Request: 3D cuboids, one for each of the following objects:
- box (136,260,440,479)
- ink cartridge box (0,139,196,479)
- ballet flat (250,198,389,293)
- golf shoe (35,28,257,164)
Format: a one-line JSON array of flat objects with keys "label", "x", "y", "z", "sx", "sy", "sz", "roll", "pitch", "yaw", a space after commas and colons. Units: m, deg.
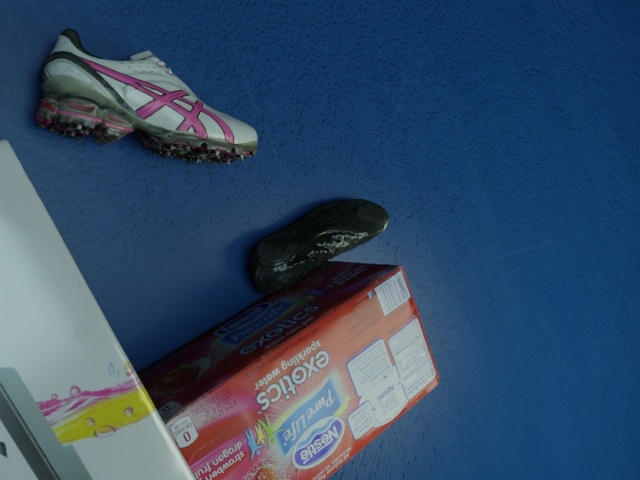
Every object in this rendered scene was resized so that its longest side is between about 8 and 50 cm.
[{"label": "box", "x": -0.032, "y": 0.129, "z": 0.569, "sx": 0.256, "sy": 0.122, "sz": 0.128, "roll": -30, "pitch": 108, "yaw": -32}, {"label": "ink cartridge box", "x": -0.228, "y": 0.112, "z": 0.379, "sx": 0.197, "sy": 0.198, "sz": 0.270, "roll": -34, "pitch": 111, "yaw": -32}, {"label": "ballet flat", "x": 0.000, "y": 0.000, "z": 0.648, "sx": 0.173, "sy": 0.057, "sz": 0.049, "roll": -24, "pitch": 145, "yaw": -33}, {"label": "golf shoe", "x": -0.130, "y": -0.113, "z": 0.529, "sx": 0.186, "sy": 0.067, "sz": 0.086, "roll": 11, "pitch": 83, "yaw": -36}]
